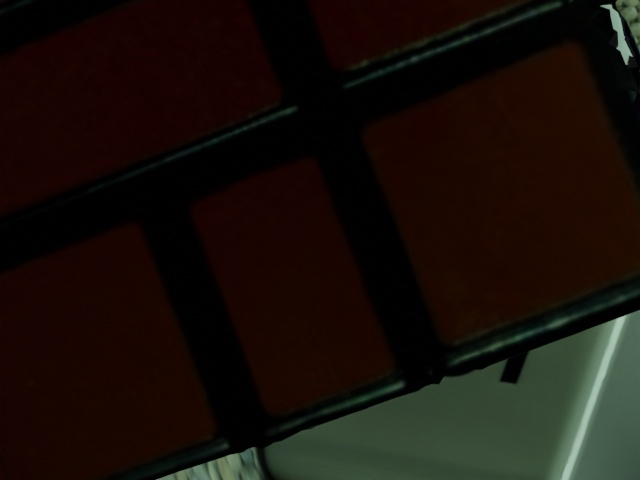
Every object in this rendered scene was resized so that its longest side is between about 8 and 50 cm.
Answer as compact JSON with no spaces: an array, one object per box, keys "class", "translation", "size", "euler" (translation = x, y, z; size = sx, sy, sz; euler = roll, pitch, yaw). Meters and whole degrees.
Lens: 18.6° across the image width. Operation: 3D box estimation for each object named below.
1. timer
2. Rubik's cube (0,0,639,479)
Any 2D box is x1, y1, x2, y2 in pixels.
[{"class":"timer","translation":[0.108,0.117,1.214],"size":[0.194,0.195,0.192],"euler":[-65,146,-28]},{"class":"Rubik's cube","translation":[-0.018,-0.074,0.801],"size":[0.288,0.293,0.283],"euler":[-27,99,-82]}]
